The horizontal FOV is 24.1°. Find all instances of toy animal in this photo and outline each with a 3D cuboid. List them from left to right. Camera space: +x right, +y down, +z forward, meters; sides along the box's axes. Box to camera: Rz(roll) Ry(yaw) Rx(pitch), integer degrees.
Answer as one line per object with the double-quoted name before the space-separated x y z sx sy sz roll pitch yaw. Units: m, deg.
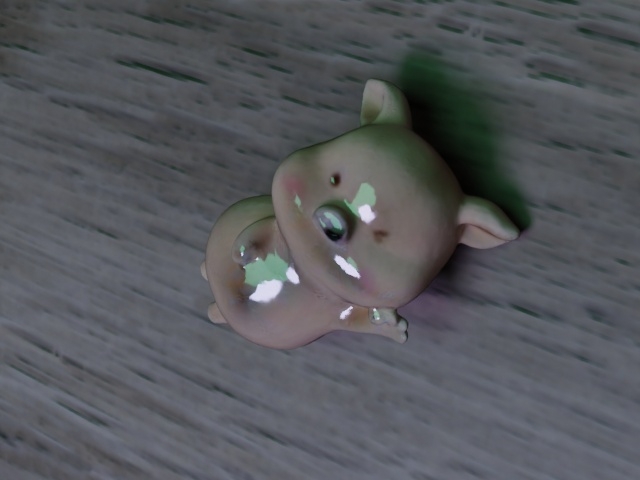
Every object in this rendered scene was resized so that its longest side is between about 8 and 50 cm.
"toy animal" 0.002 -0.003 0.641 0.150 0.089 0.083 -27 115 30
